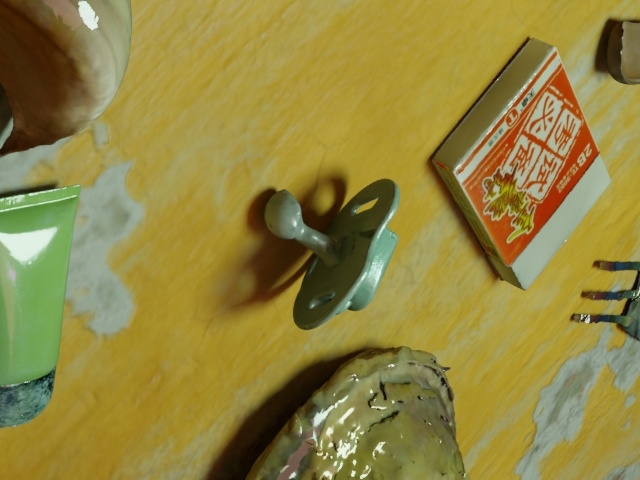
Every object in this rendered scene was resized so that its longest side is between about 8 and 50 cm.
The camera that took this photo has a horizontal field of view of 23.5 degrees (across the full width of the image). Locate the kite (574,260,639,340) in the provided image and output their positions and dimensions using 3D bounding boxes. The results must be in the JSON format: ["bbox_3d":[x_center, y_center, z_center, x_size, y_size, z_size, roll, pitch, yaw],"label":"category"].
[{"bbox_3d":[0.374,0.062,1.807,0.245,0.015,0.141,3,109,-51],"label":"kite"}]

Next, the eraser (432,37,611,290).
[{"bbox_3d":[0.201,-0.068,1.496,0.157,0.038,0.230,-51,142,-12],"label":"eraser"}]

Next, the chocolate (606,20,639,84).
[{"bbox_3d":[0.317,-0.191,1.551,0.100,0.031,0.065,-13,106,-49],"label":"chocolate"}]

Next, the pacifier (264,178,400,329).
[{"bbox_3d":[0.000,0.000,1.280,0.116,0.127,0.150,33,68,-18],"label":"pacifier"}]

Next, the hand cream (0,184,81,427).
[{"bbox_3d":[-0.215,0.048,1.090,0.095,0.046,0.175,-13,117,-43],"label":"hand cream"}]

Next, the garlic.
[{"bbox_3d":[-0.168,-0.138,0.958,0.128,0.115,0.207,-46,144,-28],"label":"garlic"}]

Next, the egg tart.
[{"bbox_3d":[0.039,0.271,1.456,0.352,0.150,0.352,-33,139,-35],"label":"egg tart"}]
